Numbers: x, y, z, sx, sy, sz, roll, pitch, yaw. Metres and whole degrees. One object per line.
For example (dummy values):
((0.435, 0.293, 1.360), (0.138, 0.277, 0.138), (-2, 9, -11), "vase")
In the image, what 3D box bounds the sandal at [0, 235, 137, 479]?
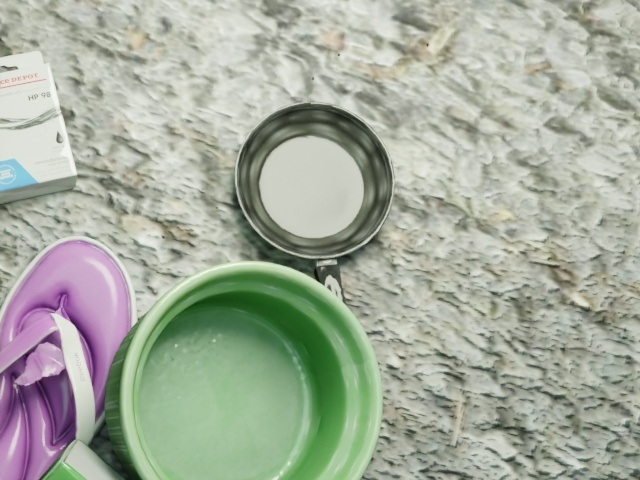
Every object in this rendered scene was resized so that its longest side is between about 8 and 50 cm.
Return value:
((-0.320, 0.186, 1.869), (0.169, 0.102, 0.416), (22, 74, -4), "sandal")

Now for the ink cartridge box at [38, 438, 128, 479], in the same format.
((-0.283, 0.392, 1.762), (0.211, 0.121, 0.289), (42, 94, -5), "ink cartridge box")

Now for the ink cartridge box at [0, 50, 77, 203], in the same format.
((-0.360, -0.143, 1.962), (0.104, 0.060, 0.180), (-13, 79, -13), "ink cartridge box")

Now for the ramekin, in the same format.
((-0.096, 0.181, 1.860), (0.303, 0.148, 0.303), (3, 81, -22), "ramekin")

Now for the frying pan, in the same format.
((0.024, -0.016, 2.006), (0.197, 0.053, 0.326), (-28, 85, -15), "frying pan")
